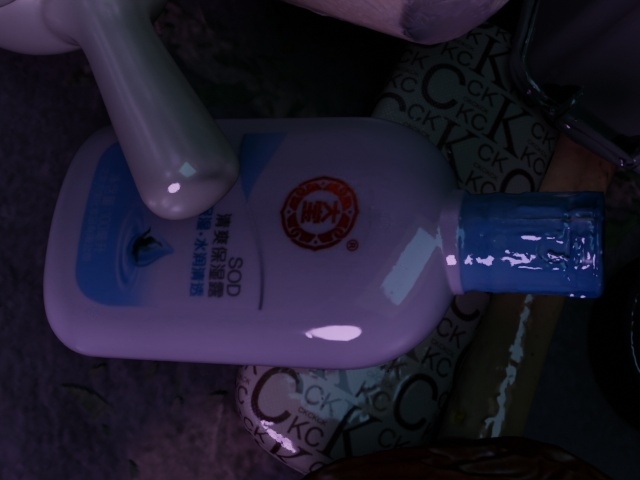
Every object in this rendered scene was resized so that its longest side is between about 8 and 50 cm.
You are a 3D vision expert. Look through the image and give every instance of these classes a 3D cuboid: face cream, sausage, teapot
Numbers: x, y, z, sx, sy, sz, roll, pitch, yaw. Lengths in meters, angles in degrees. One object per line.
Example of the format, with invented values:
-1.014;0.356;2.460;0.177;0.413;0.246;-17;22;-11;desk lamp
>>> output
0.000;0.000;0.646;0.336;0.080;0.163;2;68;17;face cream
0.164;0.017;0.785;0.065;0.066;0.301;27;71;-10;sausage
-0.145;-0.181;0.636;0.318;0.220;0.149;30;30;18;teapot

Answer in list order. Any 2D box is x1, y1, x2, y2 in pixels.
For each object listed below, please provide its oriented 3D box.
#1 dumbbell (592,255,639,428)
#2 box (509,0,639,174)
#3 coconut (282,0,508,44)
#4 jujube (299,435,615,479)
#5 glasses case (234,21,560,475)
0.307;0.062;0.734;0.152;0.218;0.153;4;77;-16;dumbbell
0.251;-0.182;0.775;0.163;0.135;0.243;32;51;-13;box
0.048;-0.281;0.689;0.297;0.297;0.310;-12;80;-19;coconut
0.092;0.206;0.640;0.255;0.190;0.190;17;73;-34;jujube
0.062;-0.001;0.745;0.137;0.085;0.355;28;72;-5;glasses case
